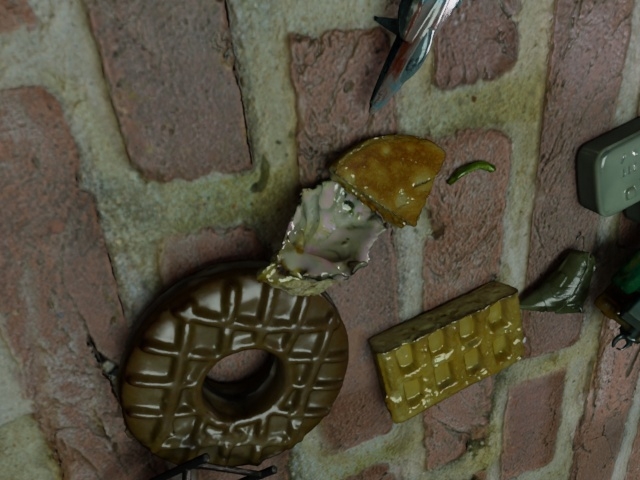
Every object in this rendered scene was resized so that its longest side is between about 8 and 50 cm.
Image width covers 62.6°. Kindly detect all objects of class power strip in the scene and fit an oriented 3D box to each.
[{"bbox_3d":[0.564,-0.118,0.897,0.264,0.059,0.194,-26,120,-10],"label":"power strip"}]

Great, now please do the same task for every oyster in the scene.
[{"bbox_3d":[0.008,0.002,0.683,0.132,0.209,0.072,34,137,-15],"label":"oyster"}]

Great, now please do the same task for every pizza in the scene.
[{"bbox_3d":[0.093,-0.078,0.710,0.174,0.046,0.134,-2,77,-17],"label":"pizza"}]

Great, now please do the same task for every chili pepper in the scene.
[{"bbox_3d":[0.229,-0.103,0.793,0.083,0.017,0.030,-14,119,-17],"label":"chili pepper"}]

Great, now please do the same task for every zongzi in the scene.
[{"bbox_3d":[0.414,0.055,0.923,0.130,0.062,0.154,5,105,-11],"label":"zongzi"}]

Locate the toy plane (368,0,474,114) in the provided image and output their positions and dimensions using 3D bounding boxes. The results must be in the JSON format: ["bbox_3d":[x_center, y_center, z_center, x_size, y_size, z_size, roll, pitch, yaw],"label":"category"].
[{"bbox_3d":[0.131,-0.299,0.607,0.222,0.104,0.326,-1,134,-51],"label":"toy plane"}]

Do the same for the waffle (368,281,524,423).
[{"bbox_3d":[0.218,0.189,0.899,0.274,0.057,0.168,-24,120,-10],"label":"waffle"}]

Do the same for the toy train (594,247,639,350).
[{"bbox_3d":[0.675,0.030,0.927,0.249,0.178,0.429,-8,136,-57],"label":"toy train"}]

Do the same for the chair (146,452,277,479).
[{"bbox_3d":[-0.195,0.397,0.719,0.260,0.142,0.154,-32,137,26],"label":"chair"}]

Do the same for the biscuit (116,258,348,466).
[{"bbox_3d":[-0.111,0.178,0.735,0.331,0.103,0.332,-9,115,-19],"label":"biscuit"}]
